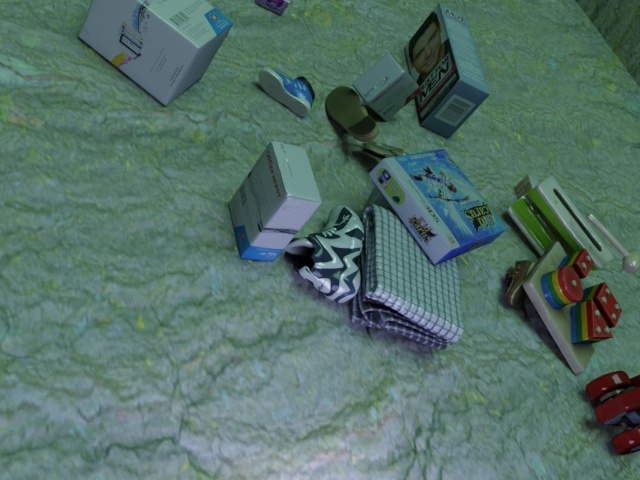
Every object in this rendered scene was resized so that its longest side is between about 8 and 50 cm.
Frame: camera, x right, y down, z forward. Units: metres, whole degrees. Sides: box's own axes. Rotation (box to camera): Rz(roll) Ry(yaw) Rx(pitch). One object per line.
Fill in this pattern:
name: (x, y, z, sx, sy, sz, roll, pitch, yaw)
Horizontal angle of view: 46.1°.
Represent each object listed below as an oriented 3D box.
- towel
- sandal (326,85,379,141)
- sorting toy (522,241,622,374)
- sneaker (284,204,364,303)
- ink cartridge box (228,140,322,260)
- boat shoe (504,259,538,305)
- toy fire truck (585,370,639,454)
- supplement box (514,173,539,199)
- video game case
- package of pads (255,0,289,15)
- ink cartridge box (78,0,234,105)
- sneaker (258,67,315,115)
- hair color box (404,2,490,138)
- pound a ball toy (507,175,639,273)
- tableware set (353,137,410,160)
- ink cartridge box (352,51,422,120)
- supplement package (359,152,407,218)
towel: (0.174, 0.081, 1.560, 0.235, 0.121, 0.284, 25, 40, -22)
sandal: (0.085, -0.293, 1.870, 0.079, 0.088, 0.240, 61, -1, -42)
sorting toy: (0.633, 0.149, 1.847, 0.257, 0.089, 0.255, 59, 39, -4)
sneaker: (0.000, 0.000, 1.503, 0.153, 0.094, 0.235, 28, 50, -29)
ink cartridge box: (-0.090, -0.071, 1.417, 0.082, 0.191, 0.140, 9, 49, -34)
boat shoe: (0.481, 0.102, 1.847, 0.060, 0.064, 0.178, 18, 34, 24)
toy fire truck: (0.772, 0.354, 1.693, 0.302, 0.254, 0.169, 8, 49, -35)
supplement box: (0.595, -0.132, 2.148, 0.036, 0.062, 0.098, 21, 43, -22)
video game case: (0.264, -0.084, 1.655, 0.269, 0.061, 0.244, -16, 67, -50)
package of pads: (-0.129, -0.648, 2.029, 0.083, 0.050, 0.032, 19, 44, -25)
ink cartridge box: (-0.342, -0.439, 1.564, 0.232, 0.168, 0.171, 38, 38, -5)
sneaker: (-0.077, -0.373, 1.810, 0.152, 0.058, 0.085, 36, 45, -14)
hair color box: (0.360, -0.499, 2.192, 0.113, 0.185, 0.374, 20, 44, -24)
pound a ball toy: (0.682, -0.028, 1.988, 0.135, 0.208, 0.319, -30, 81, -44)
tableware set: (0.175, -0.204, 1.870, 0.194, 0.039, 0.128, 6, 23, -44)
ink cartridge box: (0.173, -0.393, 1.934, 0.072, 0.127, 0.175, 56, 14, 18)
supplement package: (0.181, -0.100, 1.739, 0.105, 0.105, 0.179, 37, 40, -6)
